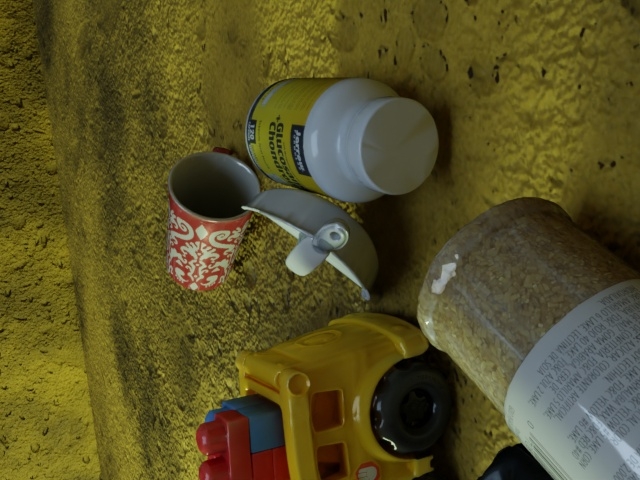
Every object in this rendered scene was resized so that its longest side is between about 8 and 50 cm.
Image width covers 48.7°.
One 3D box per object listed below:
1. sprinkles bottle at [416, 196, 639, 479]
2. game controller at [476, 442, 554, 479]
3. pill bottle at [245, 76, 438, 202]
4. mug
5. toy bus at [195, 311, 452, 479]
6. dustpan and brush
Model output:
[{"bbox_3d":[0.189,0.115,0.332,0.355,0.121,0.121,50,138,44],"label":"sprinkles bottle"},{"bbox_3d":[0.166,0.294,0.438,0.166,0.067,0.319,131,127,-81],"label":"game controller"},{"bbox_3d":[0.015,-0.088,0.610,0.184,0.103,0.103,21,115,58],"label":"pill bottle"},{"bbox_3d":[-0.139,-0.028,0.934,0.113,0.150,0.169,32,140,8],"label":"mug"},{"bbox_3d":[-0.005,0.189,0.610,0.149,0.211,0.220,3,101,59],"label":"toy bus"},{"bbox_3d":[0.000,0.000,0.593,0.147,0.060,0.211,37,158,-4],"label":"dustpan and brush"}]
